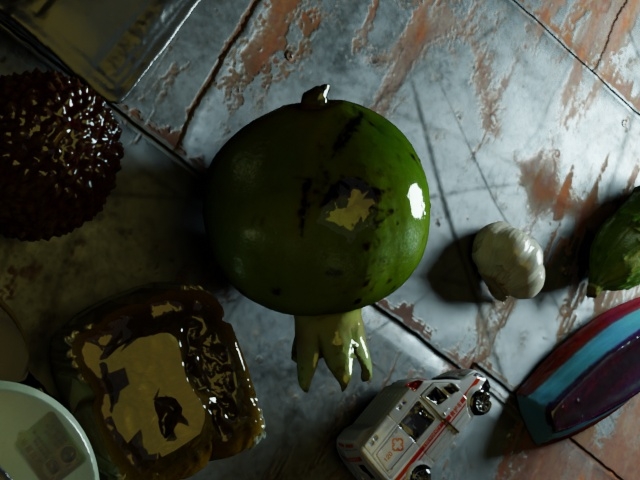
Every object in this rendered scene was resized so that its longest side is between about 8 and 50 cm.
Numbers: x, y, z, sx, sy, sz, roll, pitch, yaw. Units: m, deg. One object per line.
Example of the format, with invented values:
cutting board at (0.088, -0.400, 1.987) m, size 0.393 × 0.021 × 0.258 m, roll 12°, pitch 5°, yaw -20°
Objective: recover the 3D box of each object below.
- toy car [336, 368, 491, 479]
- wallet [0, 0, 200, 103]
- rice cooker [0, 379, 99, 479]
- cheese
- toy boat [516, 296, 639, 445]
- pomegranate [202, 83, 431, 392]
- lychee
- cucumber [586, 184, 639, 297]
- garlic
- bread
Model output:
toy car at (0.117, 0.220, 1.469) m, size 0.209 × 0.089 × 0.108 m, roll -45°, pitch 104°, yaw -23°
wallet at (-0.278, -0.337, 1.300) m, size 0.323 × 0.041 × 0.247 m, roll 42°, pitch 65°, yaw -18°
rice cooker at (-0.330, 0.230, 1.095) m, size 0.226 × 0.244 × 0.226 m, roll 4°, pitch 83°, yaw -31°
cheese at (-0.325, 0.130, 1.230) m, size 0.162 × 0.036 × 0.086 m, roll 51°, pitch 60°, yaw -18°
toy boat at (0.439, 0.163, 1.689) m, size 0.392 × 0.079 × 0.136 m, roll -28°, pitch 102°, yaw -28°
pomegranate at (0.000, 0.000, 1.333) m, size 0.260 × 0.260 × 0.340 m, roll -12°, pitch 95°, yaw -32°
lychee at (-0.285, -0.089, 1.197) m, size 0.188 × 0.188 × 0.188 m, roll 3°, pitch 84°, yaw -32°
cucumber at (0.459, 0.003, 1.689) m, size 0.244 × 0.134 × 0.134 m, roll -38°, pitch 106°, yaw -24°
garlic at (0.256, 0.024, 1.582) m, size 0.113 × 0.074 × 0.094 m, roll 45°, pitch 74°, yaw -4°
bread at (-0.175, 0.158, 1.278) m, size 0.192 × 0.110 × 0.209 m, roll -22°, pitch 97°, yaw -30°
